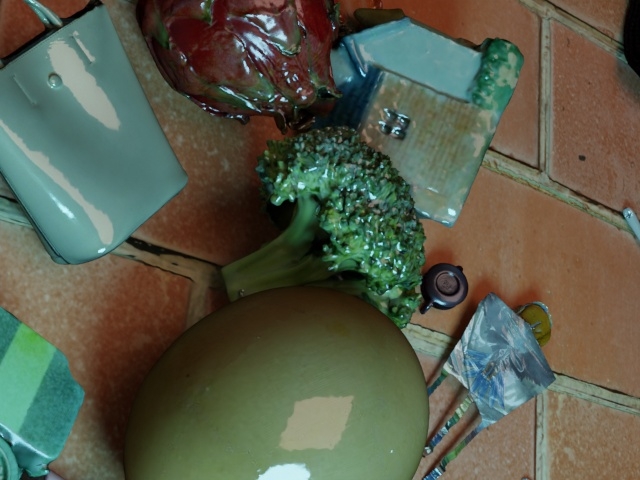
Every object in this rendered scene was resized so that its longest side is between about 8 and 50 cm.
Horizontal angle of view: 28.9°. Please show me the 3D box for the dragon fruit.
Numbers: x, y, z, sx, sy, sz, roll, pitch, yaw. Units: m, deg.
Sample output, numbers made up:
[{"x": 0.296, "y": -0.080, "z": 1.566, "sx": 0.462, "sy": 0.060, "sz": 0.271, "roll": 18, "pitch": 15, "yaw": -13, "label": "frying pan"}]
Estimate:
[{"x": -0.090, "y": -0.268, "z": 1.530, "sx": 0.299, "sy": 0.244, "sz": 0.244, "roll": 41, "pitch": 52, "yaw": -5, "label": "dragon fruit"}]

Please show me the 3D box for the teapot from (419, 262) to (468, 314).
[{"x": 0.176, "y": 0.072, "z": 1.811, "sx": 0.068, "sy": 0.045, "sz": 0.100, "roll": 42, "pitch": 69, "yaw": 3, "label": "teapot"}]

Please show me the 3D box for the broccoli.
[{"x": 0.014, "y": -0.009, "z": 1.559, "sx": 0.288, "sy": 0.260, "sz": 0.235, "roll": 64, "pitch": 33, "yaw": -10, "label": "broccoli"}]

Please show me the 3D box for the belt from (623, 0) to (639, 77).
[{"x": 0.676, "y": -0.392, "z": 2.305, "sx": 0.164, "sy": 0.184, "sz": 0.289, "roll": 37, "pitch": 61, "yaw": -35, "label": "belt"}]

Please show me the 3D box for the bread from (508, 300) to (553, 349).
[{"x": 0.313, "y": 0.137, "z": 1.909, "sx": 0.106, "sy": 0.053, "sz": 0.072, "roll": -17, "pitch": 86, "yaw": -38, "label": "bread"}]

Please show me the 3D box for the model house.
[{"x": 0.077, "y": -0.205, "z": 1.727, "sx": 0.325, "sy": 0.194, "sz": 0.267, "roll": 24, "pitch": 90, "yaw": -9, "label": "model house"}]

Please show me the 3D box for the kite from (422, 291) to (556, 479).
[{"x": 0.212, "y": 0.211, "z": 1.796, "sx": 0.310, "sy": 0.015, "sz": 0.169, "roll": -36, "pitch": 98, "yaw": -32, "label": "kite"}]

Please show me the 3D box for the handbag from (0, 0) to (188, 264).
[{"x": -0.281, "y": -0.147, "z": 1.374, "sx": 0.241, "sy": 0.109, "sz": 0.315, "roll": -47, "pitch": 124, "yaw": -43, "label": "handbag"}]

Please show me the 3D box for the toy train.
[{"x": -0.389, "y": 0.160, "z": 1.206, "sx": 0.299, "sy": 0.167, "sz": 0.238, "roll": 44, "pitch": 43, "yaw": -26, "label": "toy train"}]

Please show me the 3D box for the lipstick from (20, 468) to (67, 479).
[{"x": -0.202, "y": 0.363, "z": 1.354, "sx": 0.327, "sy": 0.087, "sz": 0.087, "roll": 41, "pitch": 54, "yaw": -26, "label": "lipstick"}]

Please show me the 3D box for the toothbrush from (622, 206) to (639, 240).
[{"x": 0.608, "y": 0.046, "z": 2.223, "sx": 0.263, "sy": 0.022, "sz": 0.026, "roll": 57, "pitch": 37, "yaw": -14, "label": "toothbrush"}]

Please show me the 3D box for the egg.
[{"x": -0.048, "y": 0.210, "z": 1.393, "sx": 0.374, "sy": 0.301, "sz": 0.301, "roll": -27, "pitch": 96, "yaw": -32, "label": "egg"}]

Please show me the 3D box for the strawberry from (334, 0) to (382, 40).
[{"x": 0.042, "y": -0.348, "z": 1.810, "sx": 0.104, "sy": 0.048, "sz": 0.152, "roll": 26, "pitch": 58, "yaw": -29, "label": "strawberry"}]

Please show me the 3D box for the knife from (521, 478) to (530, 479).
[{"x": 0.348, "y": 0.454, "z": 1.874, "sx": 0.028, "sy": 0.015, "sz": 0.210, "roll": -19, "pitch": 90, "yaw": -38, "label": "knife"}]
